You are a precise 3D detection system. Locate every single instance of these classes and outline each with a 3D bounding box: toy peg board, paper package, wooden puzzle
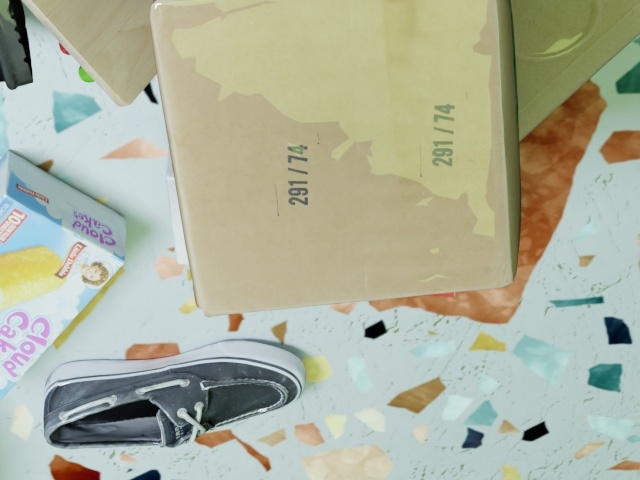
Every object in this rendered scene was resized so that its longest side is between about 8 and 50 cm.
[{"bbox_3d":[-0.199,-0.231,1.614,0.161,0.161,0.079,48,154,-23],"label":"toy peg board"},{"bbox_3d":[0.021,-0.115,1.561,0.309,0.168,0.325,-5,120,4],"label":"paper package"},{"bbox_3d":[0.114,-0.222,1.688,0.348,0.080,0.322,29,123,-31],"label":"wooden puzzle"}]

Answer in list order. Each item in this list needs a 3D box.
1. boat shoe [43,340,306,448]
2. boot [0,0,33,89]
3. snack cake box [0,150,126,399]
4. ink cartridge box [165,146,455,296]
[{"bbox_3d":[-0.165,0.187,1.987,0.301,0.102,0.108,-3,130,-2],"label":"boat shoe"},{"bbox_3d":[-0.425,-0.256,1.568,0.260,0.131,0.348,-20,118,4],"label":"boot"},{"bbox_3d":[-0.342,0.051,1.854,0.152,0.089,0.264,32,116,-25],"label":"snack cake box"},{"bbox_3d":[0.000,0.000,1.813,0.296,0.066,0.261,1,142,3],"label":"ink cartridge box"}]
